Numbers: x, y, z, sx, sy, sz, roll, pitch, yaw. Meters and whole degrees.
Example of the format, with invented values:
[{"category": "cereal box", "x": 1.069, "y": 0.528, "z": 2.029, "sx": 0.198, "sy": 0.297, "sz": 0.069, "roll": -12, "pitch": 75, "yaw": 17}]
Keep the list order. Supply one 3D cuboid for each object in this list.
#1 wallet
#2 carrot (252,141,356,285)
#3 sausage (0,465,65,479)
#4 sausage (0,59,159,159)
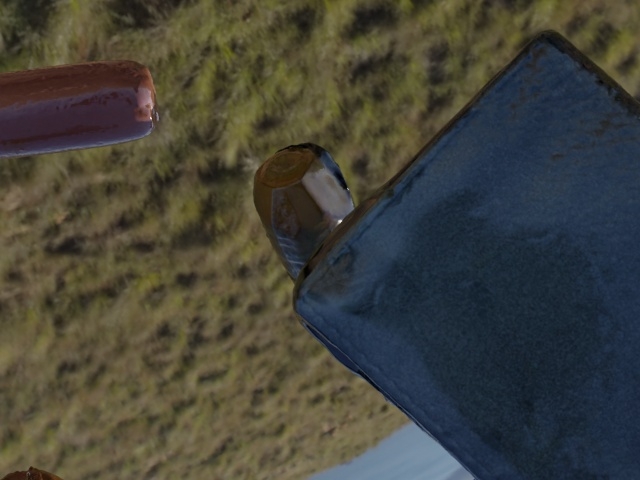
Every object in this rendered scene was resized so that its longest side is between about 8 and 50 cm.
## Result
[{"category": "wallet", "x": 0.177, "y": 0.086, "z": 0.372, "sx": 0.191, "sy": 0.379, "sz": 0.046, "roll": -46, "pitch": 172, "yaw": -4}, {"category": "carrot", "x": 0.000, "y": 0.000, "z": 0.696, "sx": 0.082, "sy": 0.082, "sz": 0.173, "roll": -28, "pitch": 127, "yaw": -4}, {"category": "sausage", "x": -0.160, "y": 0.227, "z": 0.455, "sx": 0.076, "sy": 0.197, "sz": 0.076, "roll": -4, "pitch": 172, "yaw": -1}, {"category": "sausage", "x": -0.195, "y": -0.093, "z": 0.591, "sx": 0.154, "sy": 0.062, "sz": 0.062, "roll": -8, "pitch": 158, "yaw": -2}]
